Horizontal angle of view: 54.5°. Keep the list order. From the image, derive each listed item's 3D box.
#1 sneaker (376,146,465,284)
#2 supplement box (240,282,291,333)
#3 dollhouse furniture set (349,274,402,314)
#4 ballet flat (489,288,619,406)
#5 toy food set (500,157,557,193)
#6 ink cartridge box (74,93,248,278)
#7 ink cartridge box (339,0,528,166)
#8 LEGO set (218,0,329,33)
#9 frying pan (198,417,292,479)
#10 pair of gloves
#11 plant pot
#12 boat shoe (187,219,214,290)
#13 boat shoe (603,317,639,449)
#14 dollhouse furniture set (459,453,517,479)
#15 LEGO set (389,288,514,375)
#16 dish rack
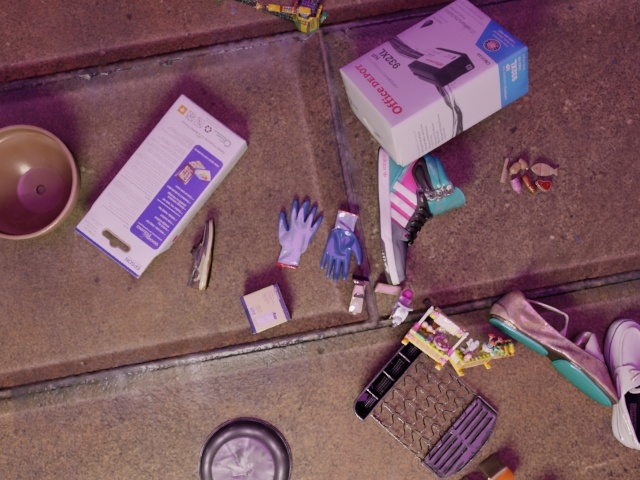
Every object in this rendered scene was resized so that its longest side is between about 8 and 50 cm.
[{"bbox_3d":[0.213,-0.056,1.303,0.179,0.124,0.295,-2,84,9],"label":"sneaker"},{"bbox_3d":[-0.114,0.143,1.312,0.083,0.056,0.083,-21,85,-2],"label":"supplement box"},{"bbox_3d":[0.117,0.130,1.309,0.115,0.091,0.081,10,100,-2],"label":"dollhouse furniture set"},{"bbox_3d":[0.502,0.211,1.285,0.316,0.107,0.106,38,79,2],"label":"ballet flat"},{"bbox_3d":[0.452,-0.137,1.357,0.122,0.019,0.077,15,85,-6],"label":"toy food set"},{"bbox_3d":[-0.336,-0.116,1.332,0.176,0.069,0.370,37,84,2],"label":"ink cartridge box"},{"bbox_3d":[0.230,-0.328,1.275,0.308,0.129,0.223,-31,55,-3],"label":"ink cartridge box"},{"bbox_3d":[-0.105,-0.608,1.311,0.332,0.192,0.254,28,86,3],"label":"LEGO set"},{"bbox_3d":[-0.174,0.533,1.286,0.198,0.053,0.325,14,82,2],"label":"frying pan"},{"bbox_3d":[0.000,0.000,1.343,0.199,0.023,0.159,14,87,2],"label":"pair of gloves"},{"bbox_3d":[-0.612,-0.115,1.310,0.238,0.110,0.237,0,84,-1],"label":"plant pot"},{"bbox_3d":[-0.254,0.029,1.323,0.049,0.056,0.152,7,85,-4],"label":"boat shoe"},{"bbox_3d":[0.648,0.295,1.281,0.096,0.088,0.267,4,85,-2],"label":"boat shoe"},{"bbox_3d":[0.357,0.611,1.231,0.259,0.135,0.262,-37,86,-3],"label":"dollhouse furniture set"},{"bbox_3d":[0.283,0.186,1.237,0.287,0.132,0.107,22,129,-8],"label":"LEGO set"},{"bbox_3d":[0.225,0.353,1.286,0.271,0.074,0.208,41,87,3],"label":"dish rack"}]
